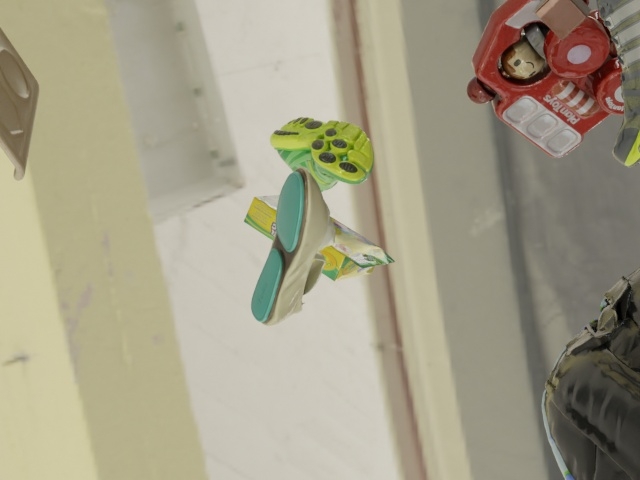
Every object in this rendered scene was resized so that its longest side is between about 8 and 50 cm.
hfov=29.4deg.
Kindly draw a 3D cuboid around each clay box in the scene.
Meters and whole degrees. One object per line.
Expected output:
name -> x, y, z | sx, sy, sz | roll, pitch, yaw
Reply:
clay box -> 0.000, 0.000, 1.966 | 0.127, 0.222, 0.053 | -8, -52, -59

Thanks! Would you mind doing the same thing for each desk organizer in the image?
desk organizer -> 0.307, -0.295, 1.519 | 0.050, 0.047, 0.130 | 45, -151, -4

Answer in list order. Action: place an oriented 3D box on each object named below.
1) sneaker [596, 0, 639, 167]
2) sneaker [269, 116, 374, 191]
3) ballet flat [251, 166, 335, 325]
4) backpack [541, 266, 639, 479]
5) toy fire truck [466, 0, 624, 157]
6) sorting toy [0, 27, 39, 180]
sneaker -> 0.350, -0.218, 1.283 | 0.111, 0.121, 0.300 | -27, -46, -43
sneaker -> 0.018, -0.151, 2.249 | 0.109, 0.295, 0.123 | -38, -60, -15
ballet flat -> -0.025, 0.007, 1.562 | 0.086, 0.086, 0.248 | -48, -17, -50
backpack -> 0.319, 0.157, 0.934 | 0.273, 0.355, 0.290 | 32, -81, -37
toy fire truck -> 0.377, -0.275, 1.980 | 0.302, 0.254, 0.169 | 29, -145, -32
sorting toy -> -0.384, -0.195, 1.389 | 0.193, 0.038, 0.208 | -99, -12, -53
